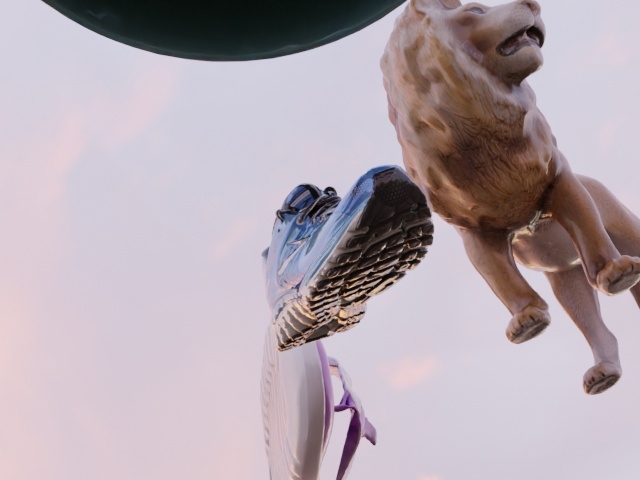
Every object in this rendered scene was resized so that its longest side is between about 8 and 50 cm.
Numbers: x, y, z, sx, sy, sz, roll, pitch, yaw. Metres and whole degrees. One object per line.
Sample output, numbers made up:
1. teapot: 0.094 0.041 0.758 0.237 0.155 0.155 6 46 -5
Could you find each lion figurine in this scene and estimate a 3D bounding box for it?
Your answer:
1. lion figurine: 0.177 -0.021 1.006 0.142 0.240 0.392 -32 -32 10

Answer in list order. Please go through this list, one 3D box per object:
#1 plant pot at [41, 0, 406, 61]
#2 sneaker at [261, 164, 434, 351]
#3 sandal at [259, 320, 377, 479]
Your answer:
1. plant pot: -0.054 -0.281 0.708 0.293 0.235 0.293 -2 -55 -3
2. sneaker: 0.000 0.000 0.659 0.063 0.073 0.162 -16 -17 -28
3. sandal: 0.000 0.179 1.258 0.102 0.169 0.416 -7 -23 -8
